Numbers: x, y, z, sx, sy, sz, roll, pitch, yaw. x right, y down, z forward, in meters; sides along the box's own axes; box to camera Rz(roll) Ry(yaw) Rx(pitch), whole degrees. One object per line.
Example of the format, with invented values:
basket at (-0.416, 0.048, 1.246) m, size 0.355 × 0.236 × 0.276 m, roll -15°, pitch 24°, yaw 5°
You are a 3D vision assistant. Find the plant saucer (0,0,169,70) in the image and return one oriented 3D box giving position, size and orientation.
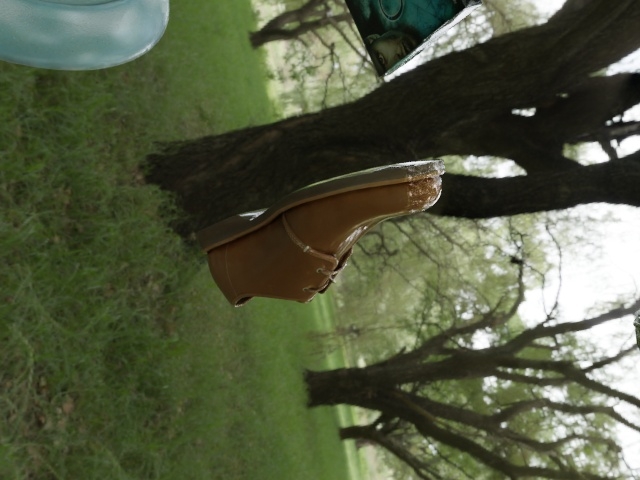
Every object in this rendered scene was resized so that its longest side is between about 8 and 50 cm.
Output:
plant saucer at (-0.287, -0.294, 0.540) m, size 0.043 × 0.317 × 0.318 m, roll -43°, pitch -132°, yaw 41°

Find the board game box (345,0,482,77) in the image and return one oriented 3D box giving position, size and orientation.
board game box at (0.055, -0.257, 0.510) m, size 0.126 × 0.026 × 0.186 m, roll -25°, pitch -91°, yaw 60°

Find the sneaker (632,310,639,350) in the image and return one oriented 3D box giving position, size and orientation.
sneaker at (0.411, 0.080, 0.659) m, size 0.110 × 0.118 × 0.292 m, roll -36°, pitch 106°, yaw -45°

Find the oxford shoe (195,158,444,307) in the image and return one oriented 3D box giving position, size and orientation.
oxford shoe at (0.000, 0.000, 0.389) m, size 0.076 × 0.212 × 0.076 m, roll -16°, pitch 86°, yaw -46°
